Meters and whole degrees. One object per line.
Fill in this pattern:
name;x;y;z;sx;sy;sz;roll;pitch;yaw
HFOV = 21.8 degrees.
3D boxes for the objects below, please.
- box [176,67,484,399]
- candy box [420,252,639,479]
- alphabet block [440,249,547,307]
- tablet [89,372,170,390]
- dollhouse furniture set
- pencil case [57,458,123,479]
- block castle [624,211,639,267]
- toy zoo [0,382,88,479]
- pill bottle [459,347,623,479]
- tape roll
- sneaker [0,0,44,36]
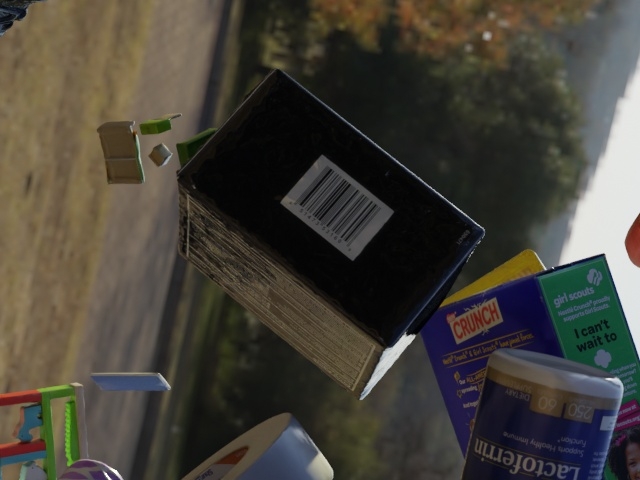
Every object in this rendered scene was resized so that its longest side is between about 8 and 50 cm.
box;0.000;0.000;1.884;0.183;0.296;0.294;-49;173;-16
candy box;0.277;0.202;2.039;0.268;0.122;0.317;-25;-97;58
alphabet block;0.303;0.164;2.484;0.193;0.192;0.197;60;8;31
tablet;-0.217;0.161;1.892;0.054;0.083;0.006;66;26;-63
dollhouse furniture set;-0.191;-0.110;1.967;0.058;0.151;0.076;-27;111;-46
pencil case;-0.287;0.330;1.837;0.206;0.086;0.088;-53;154;-54
block castle;0.627;-0.075;2.167;0.453;0.303;0.213;-44;156;-30
toy zoo;-0.506;0.338;2.593;0.030;0.293;0.192;10;-76;61
pill bottle;0.231;0.262;1.825;0.153;0.153;0.265;-41;144;-86
tape roll;-0.093;0.262;1.610;0.219;0.072;0.219;-37;-175;4
sneaker;-0.279;-0.252;1.565;0.130;0.227;0.087;86;-7;-81
